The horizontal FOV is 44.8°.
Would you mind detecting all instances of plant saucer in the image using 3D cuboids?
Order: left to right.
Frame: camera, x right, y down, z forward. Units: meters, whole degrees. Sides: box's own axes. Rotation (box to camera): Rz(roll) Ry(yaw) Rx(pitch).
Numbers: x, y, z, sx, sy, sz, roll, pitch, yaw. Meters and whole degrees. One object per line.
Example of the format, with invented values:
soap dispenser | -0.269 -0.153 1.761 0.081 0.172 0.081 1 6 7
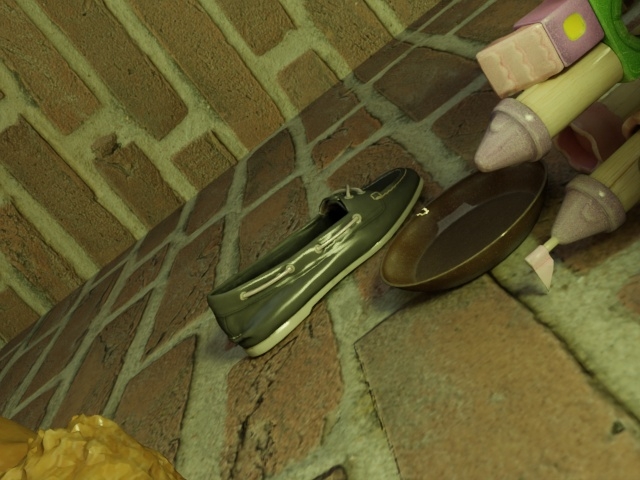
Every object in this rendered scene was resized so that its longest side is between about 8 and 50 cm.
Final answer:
plant saucer | 0.149 -0.010 0.783 0.199 0.036 0.198 -35 16 12

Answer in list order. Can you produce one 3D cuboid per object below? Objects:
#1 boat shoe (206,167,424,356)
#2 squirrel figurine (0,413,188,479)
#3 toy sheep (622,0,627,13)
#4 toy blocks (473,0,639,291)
boat shoe | 0.000 0.000 0.978 0.335 0.095 0.112 -45 17 -19
squirrel figurine | -0.200 0.281 0.363 0.397 0.281 0.370 -25 27 47
toy sheep | 0.408 -0.368 1.088 0.132 0.091 0.091 -47 18 -27
toy blocks | 0.208 -0.145 0.578 0.260 0.288 0.309 -39 19 -9
